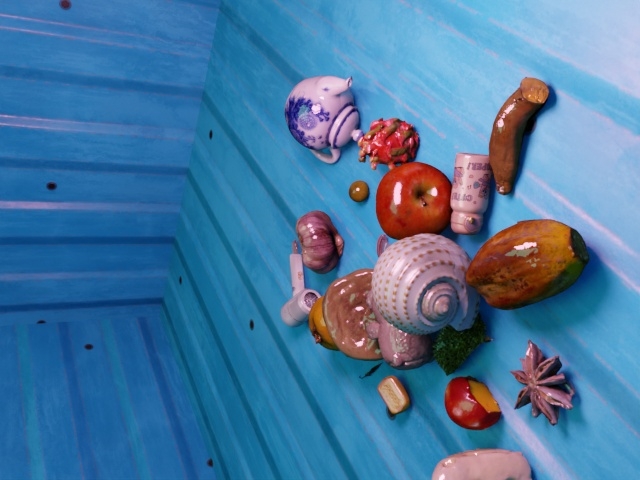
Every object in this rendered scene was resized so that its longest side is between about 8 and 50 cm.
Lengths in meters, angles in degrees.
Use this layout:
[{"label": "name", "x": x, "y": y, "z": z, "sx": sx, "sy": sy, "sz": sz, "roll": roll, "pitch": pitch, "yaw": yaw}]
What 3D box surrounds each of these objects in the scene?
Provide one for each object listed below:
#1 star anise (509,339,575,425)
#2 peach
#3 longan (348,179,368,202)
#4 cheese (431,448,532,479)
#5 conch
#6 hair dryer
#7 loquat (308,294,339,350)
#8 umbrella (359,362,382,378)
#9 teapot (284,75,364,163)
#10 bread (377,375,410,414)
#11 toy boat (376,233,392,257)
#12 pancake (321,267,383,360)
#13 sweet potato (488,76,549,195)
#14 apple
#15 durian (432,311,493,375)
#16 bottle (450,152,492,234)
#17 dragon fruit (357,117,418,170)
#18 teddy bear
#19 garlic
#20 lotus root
[{"label": "star anise", "x": 0.506, "y": 0.325, "z": 1.456, "sx": 0.182, "sy": 0.065, "sz": 0.195, "roll": -26, "pitch": 72, "yaw": 63}, {"label": "peach", "x": 0.387, "y": 0.432, "z": 1.627, "sx": 0.118, "sy": 0.151, "sz": 0.151, "roll": -56, "pitch": -3, "yaw": -48}, {"label": "longan", "x": 0.130, "y": -0.166, "z": 2.114, "sx": 0.083, "sy": 0.075, "sz": 0.075, "roll": -57, "pitch": -16, "yaw": -64}, {"label": "cheese", "x": 0.365, "y": 0.615, "z": 1.563, "sx": 0.248, "sy": 0.251, "sz": 0.173, "roll": 118, "pitch": 143, "yaw": -65}, {"label": "conch", "x": 0.270, "y": 0.086, "z": 1.606, "sx": 0.319, "sy": 0.303, "sz": 0.215, "roll": -112, "pitch": 28, "yaw": -44}, {"label": "hair dryer", "x": -0.087, "y": 0.145, "z": 2.473, "sx": 0.173, "sy": 0.108, "sz": 0.357, "roll": -41, "pitch": 49, "yaw": 50}, {"label": "loquat", "x": 0.058, "y": 0.269, "z": 2.096, "sx": 0.208, "sy": 0.208, "sz": 0.208, "roll": 1, "pitch": 91, "yaw": 60}, {"label": "umbrella", "x": 0.170, "y": 0.433, "z": 2.091, "sx": 0.122, "sy": 0.022, "sz": 0.013, "roll": -43, "pitch": 28, "yaw": 40}, {"label": "teapot", "x": 0.029, "y": -0.413, "z": 2.135, "sx": 0.280, "sy": 0.252, "sz": 0.424, "roll": 33, "pitch": 150, "yaw": 14}, {"label": "bread", "x": 0.231, "y": 0.475, "z": 1.941, "sx": 0.082, "sy": 0.056, "sz": 0.115, "roll": -52, "pitch": 57, "yaw": 23}, {"label": "toy boat", "x": 0.222, "y": 0.038, "z": 1.978, "sx": 0.122, "sy": 0.034, "sz": 0.096, "roll": 30, "pitch": 122, "yaw": 55}, {"label": "pancake", "x": 0.137, "y": 0.231, "z": 1.948, "sx": 0.049, "sy": 0.295, "sz": 0.294, "roll": 4, "pitch": -95, "yaw": -77}, {"label": "sweet potato", "x": 0.458, "y": -0.248, "z": 1.508, "sx": 0.112, "sy": 0.085, "sz": 0.285, "roll": 39, "pitch": 124, "yaw": 48}, {"label": "apple", "x": 0.257, "y": -0.102, "z": 1.747, "sx": 0.230, "sy": 0.230, "sz": 0.229, "roll": 1, "pitch": 91, "yaw": 60}, {"label": "durian", "x": 0.358, "y": 0.267, "z": 1.683, "sx": 0.220, "sy": 0.096, "sz": 0.137, "roll": -53, "pitch": 46, "yaw": 42}, {"label": "bottle", "x": 0.387, "y": -0.117, "z": 1.617, "sx": 0.110, "sy": 0.097, "sz": 0.209, "roll": -111, "pitch": 25, "yaw": -78}, {"label": "dragon fruit", "x": 0.194, "y": -0.285, "z": 1.883, "sx": 0.166, "sy": 0.172, "sz": 0.160, "roll": -53, "pitch": 47, "yaw": 48}, {"label": "teddy bear", "x": 0.234, "y": 0.241, "z": 1.820, "sx": 0.236, "sy": 0.151, "sz": 0.267, "roll": -20, "pitch": 67, "yaw": 26}, {"label": "garlic", "x": 0.000, "y": 0.000, "z": 2.250, "sx": 0.245, "sy": 0.161, "sz": 0.244, "roll": -13, "pitch": -90, "yaw": -88}, {"label": "lotus root", "x": 0.470, "y": 0.046, "z": 1.423, "sx": 0.291, "sy": 0.193, "sz": 0.193, "roll": -36, "pitch": 60, "yaw": 58}]
